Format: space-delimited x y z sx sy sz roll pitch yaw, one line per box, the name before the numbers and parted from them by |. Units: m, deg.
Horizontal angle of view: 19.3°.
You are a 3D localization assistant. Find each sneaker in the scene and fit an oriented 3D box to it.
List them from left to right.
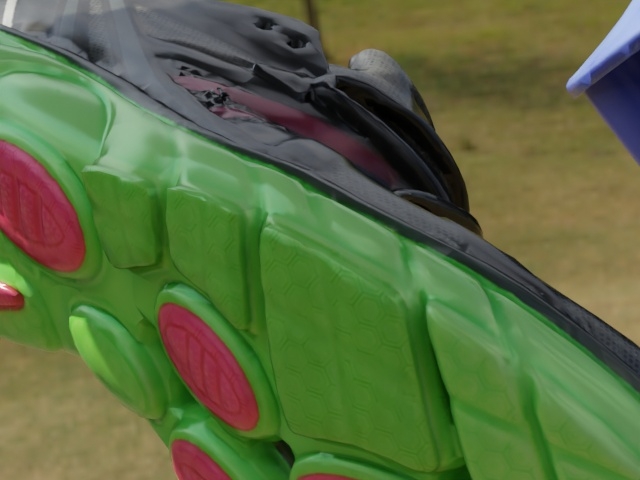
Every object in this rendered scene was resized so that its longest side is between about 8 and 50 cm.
sneaker | 0.000 0.000 0.730 0.202 0.185 0.483 -25 43 -32

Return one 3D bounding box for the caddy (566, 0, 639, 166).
caddy | 0.302 -0.153 1.142 0.341 0.179 0.241 -34 -1 -31
